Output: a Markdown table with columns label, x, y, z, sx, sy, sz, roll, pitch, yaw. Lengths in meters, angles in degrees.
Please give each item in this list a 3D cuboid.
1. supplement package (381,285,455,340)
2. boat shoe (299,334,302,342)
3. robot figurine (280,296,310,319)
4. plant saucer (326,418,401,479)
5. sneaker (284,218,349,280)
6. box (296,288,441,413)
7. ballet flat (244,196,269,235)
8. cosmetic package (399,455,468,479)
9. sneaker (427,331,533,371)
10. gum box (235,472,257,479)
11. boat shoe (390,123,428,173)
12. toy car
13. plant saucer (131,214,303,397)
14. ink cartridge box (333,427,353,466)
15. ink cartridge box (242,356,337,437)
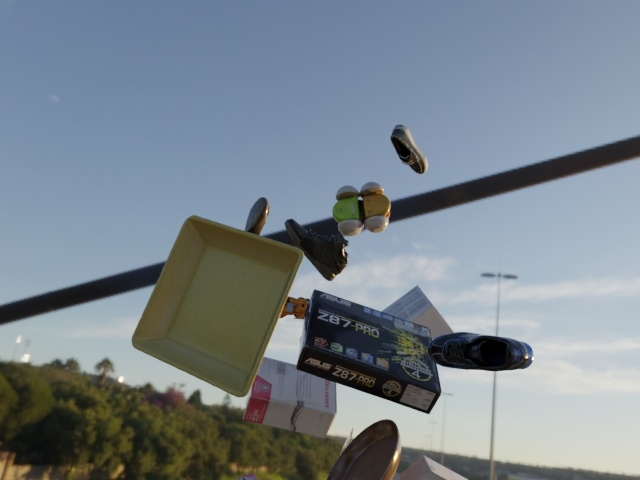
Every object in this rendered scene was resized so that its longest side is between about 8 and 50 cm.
| label | x | y | z | sx | sy | sz | roll | pitch | yaw |
| --- | --- | --- | --- | --- | --- | --- | --- | --- | --- |
| supplement package | 0.390 | 0.342 | 2.377 | 0.199 | 0.198 | 0.263 | 52 | 5 | -11 |
| boat shoe | 0.018 | 0.416 | 2.153 | 0.227 | 0.079 | 0.081 | 44 | -27 | 3 |
| robot figurine | -0.132 | 0.248 | 2.195 | 0.290 | 0.085 | 0.211 | -1 | -14 | 34 |
| plant saucer | 0.119 | 0.631 | 1.641 | 0.050 | 0.311 | 0.310 | 40 | -26 | -8 |
| sneaker | 0.000 | 0.000 | 1.790 | 0.227 | 0.130 | 0.087 | 47 | 11 | -5 |
| box | 0.138 | 0.312 | 1.736 | 0.394 | 0.097 | 0.318 | 20 | 23 | -4 |
| ballet flat | -0.212 | -0.028 | 1.946 | 0.058 | 0.250 | 0.084 | 12 | 26 | -27 |
| cosmetic package | 0.341 | 0.707 | 1.738 | 0.099 | 0.060 | 0.239 | -45 | -57 | 10 |
| sneaker | 0.305 | 0.222 | 1.217 | 0.232 | 0.082 | 0.090 | -9 | -18 | 43 |
| gum box | -0.188 | 0.764 | 1.700 | 0.188 | 0.062 | 0.107 | 40 | 25 | 31 |
| boat shoe | 0.305 | -0.304 | 2.113 | 0.077 | 0.070 | 0.219 | -3 | -42 | 43 |
| toy car | 0.130 | -0.087 | 1.877 | 0.181 | 0.159 | 0.136 | -8 | -21 | 6 |
| plant saucer | -0.219 | 0.141 | 1.346 | 0.332 | 0.333 | 0.081 | 17 | -12 | 27 |
| ink cartridge box | 0.071 | 0.796 | 1.934 | 0.066 | 0.261 | 0.296 | 19 | -48 | 3 |
| ink cartridge box | -0.097 | 0.515 | 1.985 | 0.282 | 0.207 | 0.117 | 16 | -64 | -7 |
